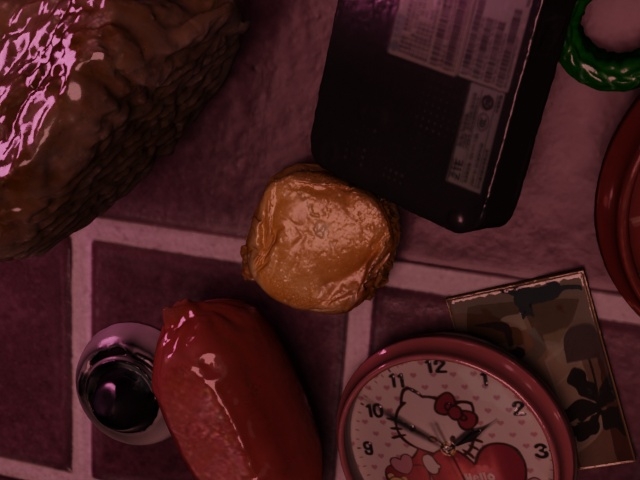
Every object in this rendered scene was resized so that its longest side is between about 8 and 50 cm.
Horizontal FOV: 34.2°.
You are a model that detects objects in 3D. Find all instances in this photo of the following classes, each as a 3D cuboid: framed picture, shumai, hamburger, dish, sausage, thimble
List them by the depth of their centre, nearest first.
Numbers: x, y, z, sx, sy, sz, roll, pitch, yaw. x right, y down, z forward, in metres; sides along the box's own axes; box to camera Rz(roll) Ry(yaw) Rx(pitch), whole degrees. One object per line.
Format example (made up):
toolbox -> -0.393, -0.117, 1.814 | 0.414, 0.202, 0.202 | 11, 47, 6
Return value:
thimble -> 0.255, -0.185, 0.861 | 0.130, 0.090, 0.118 | -41, 94, 23
shumai -> -0.258, -0.157, 0.913 | 0.262, 0.267, 0.314 | 38, 71, 4
hamburger -> 0.000, 0.000, 0.994 | 0.147, 0.083, 0.138 | 18, 106, 8
framed picture -> 0.213, 0.135, 1.009 | 0.136, 0.010, 0.201 | -14, 101, 19
sausage -> -0.081, 0.171, 1.040 | 0.148, 0.148, 0.254 | -23, 96, 21
dish -> -0.209, 0.165, 1.103 | 0.141, 0.078, 0.141 | 4, 106, 15

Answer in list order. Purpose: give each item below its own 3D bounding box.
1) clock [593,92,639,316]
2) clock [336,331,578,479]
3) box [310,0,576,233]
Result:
clock -> 0.387, -0.037, 0.859 | 0.318, 0.080, 0.318 | 2, 115, 4
clock -> 0.129, 0.206, 1.025 | 0.244, 0.056, 0.244 | 8, 111, 22
box -> 0.107, -0.198, 0.872 | 0.211, 0.058, 0.350 | 27, 115, 37
